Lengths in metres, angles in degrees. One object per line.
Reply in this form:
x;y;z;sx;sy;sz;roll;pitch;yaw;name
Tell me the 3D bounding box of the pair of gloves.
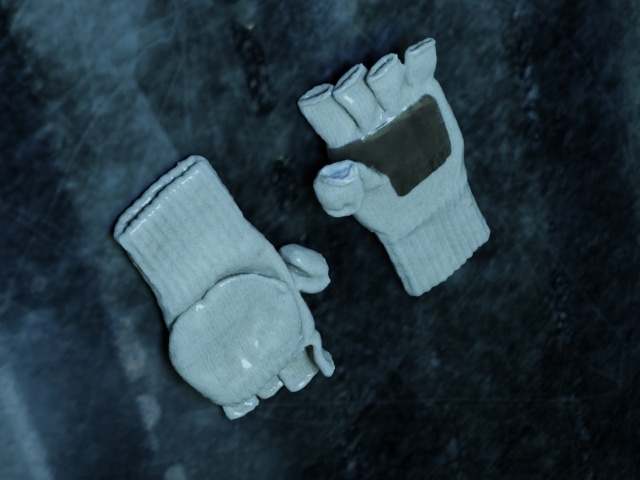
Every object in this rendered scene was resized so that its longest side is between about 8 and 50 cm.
0.000;0.000;1.184;0.240;0.042;0.204;-35;133;-15;pair of gloves
